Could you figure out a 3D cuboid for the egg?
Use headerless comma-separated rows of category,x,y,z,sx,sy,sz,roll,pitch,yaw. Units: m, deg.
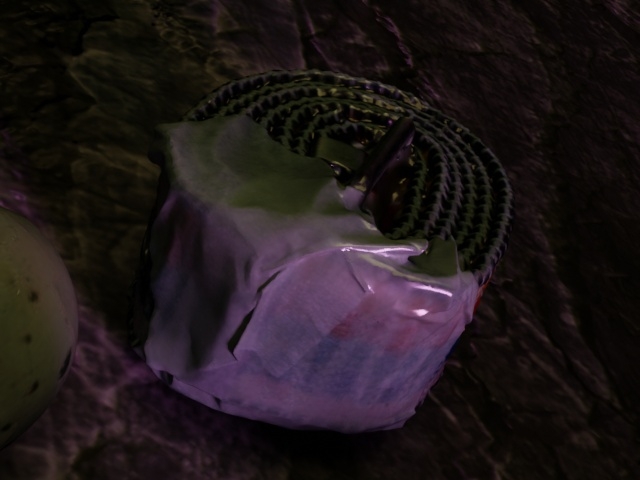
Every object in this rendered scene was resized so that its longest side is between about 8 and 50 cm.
egg,-0.190,0.047,0.639,0.131,0.131,0.164,40,41,15

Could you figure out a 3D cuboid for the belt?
belt,0.000,0.000,0.823,0.207,0.150,0.257,25,32,9
